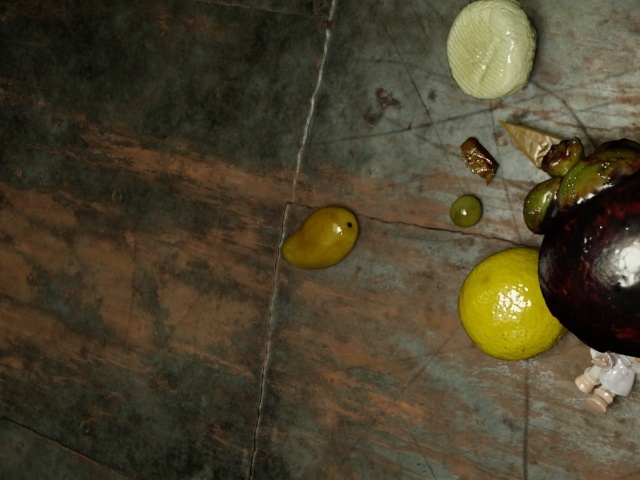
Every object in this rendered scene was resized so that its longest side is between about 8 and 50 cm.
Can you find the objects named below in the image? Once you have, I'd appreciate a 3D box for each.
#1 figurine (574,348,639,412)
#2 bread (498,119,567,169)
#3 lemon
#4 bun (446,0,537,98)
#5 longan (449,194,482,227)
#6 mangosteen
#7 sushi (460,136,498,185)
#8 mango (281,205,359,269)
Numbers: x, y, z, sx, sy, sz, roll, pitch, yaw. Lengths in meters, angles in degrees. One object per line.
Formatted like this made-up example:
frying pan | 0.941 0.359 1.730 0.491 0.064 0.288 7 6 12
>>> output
figurine | 0.631 0.228 1.714 0.200 0.133 0.276 42 115 6
bread | 0.457 -0.229 1.809 0.084 0.074 0.139 -43 72 23
lemon | 0.412 0.126 1.767 0.253 0.228 0.228 -46 73 19
bun | 0.372 -0.413 1.808 0.220 0.134 0.220 21 116 51
longan | 0.322 -0.068 1.897 0.075 0.075 0.083 -44 32 22
mangosteen | 0.551 0.019 1.527 0.421 0.381 0.381 33 107 38
sushi | 0.348 -0.176 1.879 0.055 0.052 0.120 -45 73 23
mango | 0.000 0.000 2.048 0.227 0.099 0.136 -29 84 34
